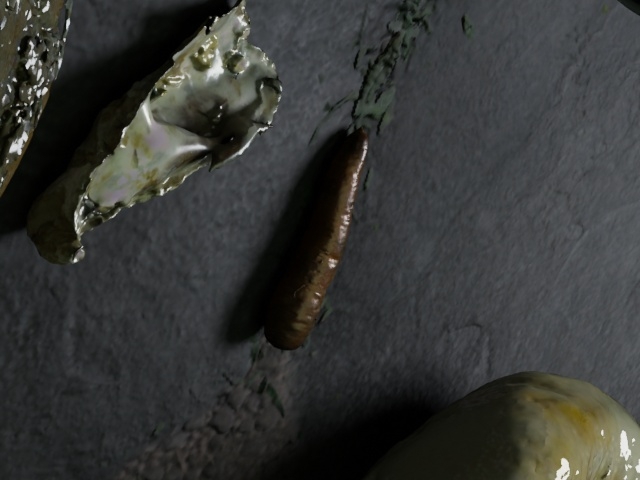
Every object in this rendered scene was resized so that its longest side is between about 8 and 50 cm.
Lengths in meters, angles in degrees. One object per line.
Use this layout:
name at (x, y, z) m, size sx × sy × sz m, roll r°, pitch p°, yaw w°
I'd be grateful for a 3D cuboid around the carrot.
carrot at (0.001, 0.000, 1.186) m, size 0.035 × 0.035 × 0.165 m, roll 14°, pitch 101°, yaw -50°

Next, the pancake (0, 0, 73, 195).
pancake at (-0.193, -0.075, 0.832) m, size 0.282 × 0.049 × 0.282 m, roll 14°, pitch 90°, yaw -76°

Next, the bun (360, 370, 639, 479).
bun at (0.129, 0.280, 1.359) m, size 0.365 × 0.219 × 0.365 m, roll -16°, pitch 111°, yaw -49°

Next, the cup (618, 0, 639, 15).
cup at (0.344, -0.274, 1.233) m, size 0.312 × 0.205 × 0.206 m, roll -19°, pitch 127°, yaw -40°

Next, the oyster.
oyster at (-0.098, -0.072, 1.033) m, size 0.200 × 0.061 × 0.106 m, roll -28°, pitch 115°, yaw -35°
